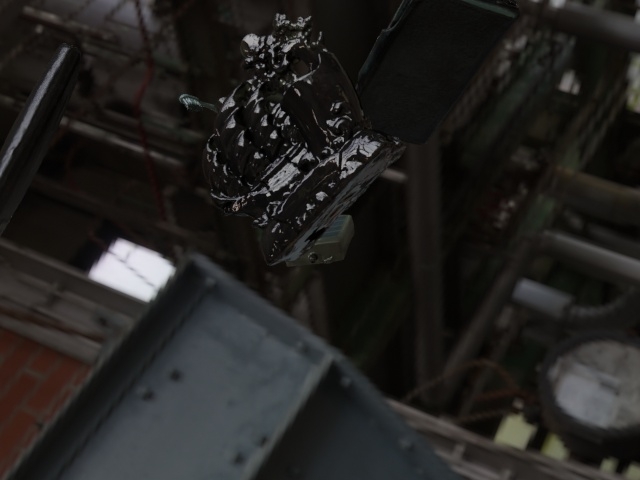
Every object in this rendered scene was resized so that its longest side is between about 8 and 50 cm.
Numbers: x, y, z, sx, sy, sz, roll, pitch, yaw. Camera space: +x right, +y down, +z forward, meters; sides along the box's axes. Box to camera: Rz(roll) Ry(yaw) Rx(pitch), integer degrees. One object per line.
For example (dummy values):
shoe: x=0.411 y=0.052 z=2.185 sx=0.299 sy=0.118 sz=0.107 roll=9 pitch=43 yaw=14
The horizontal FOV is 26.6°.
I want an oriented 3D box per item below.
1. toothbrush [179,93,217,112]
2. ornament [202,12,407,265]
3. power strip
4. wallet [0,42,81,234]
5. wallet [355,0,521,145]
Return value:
toothbrush: x=-0.118 y=-0.169 z=1.817 sx=0.016 sy=0.019 sz=0.219 roll=-47 pitch=-26 yaw=18
ornament: x=-0.050 y=-0.135 z=1.669 sx=0.251 sy=0.260 sz=0.106 roll=-47 pitch=-18 yaw=17
power strip: x=0.000 y=0.000 z=1.854 sx=0.227 sy=0.080 sz=0.029 roll=-65 pitch=-33 yaw=-77
wallet: x=-0.339 y=-0.049 z=1.442 sx=0.170 sy=0.044 sz=0.321 roll=-36 pitch=31 yaw=61
wallet: x=0.155 y=-0.265 z=2.051 sx=0.318 sy=0.172 sz=0.045 roll=122 pitch=152 yaw=-48
